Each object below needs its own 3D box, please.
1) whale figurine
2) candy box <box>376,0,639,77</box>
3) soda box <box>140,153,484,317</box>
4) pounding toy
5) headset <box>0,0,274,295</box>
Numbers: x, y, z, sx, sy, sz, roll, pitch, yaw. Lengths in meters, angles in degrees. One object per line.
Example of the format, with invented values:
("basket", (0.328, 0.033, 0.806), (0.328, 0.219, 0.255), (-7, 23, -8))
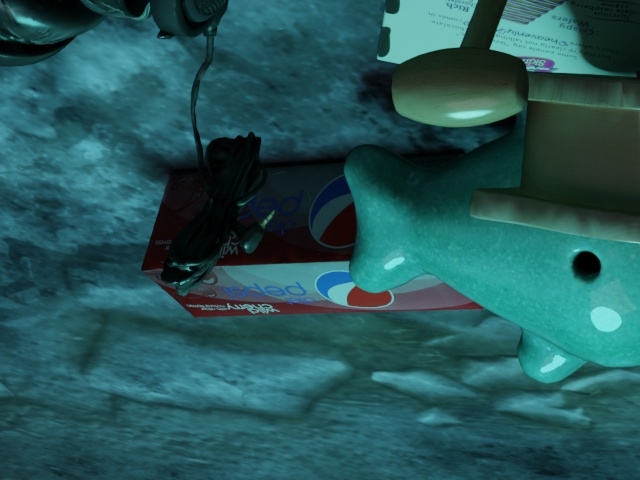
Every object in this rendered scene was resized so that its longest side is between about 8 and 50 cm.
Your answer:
("whale figurine", (0.136, -0.004, 1.170), (0.272, 0.216, 0.141), (4, -163, 19))
("candy box", (0.122, -0.171, 0.990), (0.159, 0.071, 0.233), (12, 153, 1))
("soda box", (0.000, 0.000, 1.370), (0.263, 0.092, 0.083), (-3, 150, 31))
("pounding toy", (0.164, -0.078, 0.918), (0.154, 0.155, 0.269), (7, -173, 30))
("headset", (-0.140, -0.154, 1.035), (0.243, 0.185, 0.394), (-4, 137, 34))
